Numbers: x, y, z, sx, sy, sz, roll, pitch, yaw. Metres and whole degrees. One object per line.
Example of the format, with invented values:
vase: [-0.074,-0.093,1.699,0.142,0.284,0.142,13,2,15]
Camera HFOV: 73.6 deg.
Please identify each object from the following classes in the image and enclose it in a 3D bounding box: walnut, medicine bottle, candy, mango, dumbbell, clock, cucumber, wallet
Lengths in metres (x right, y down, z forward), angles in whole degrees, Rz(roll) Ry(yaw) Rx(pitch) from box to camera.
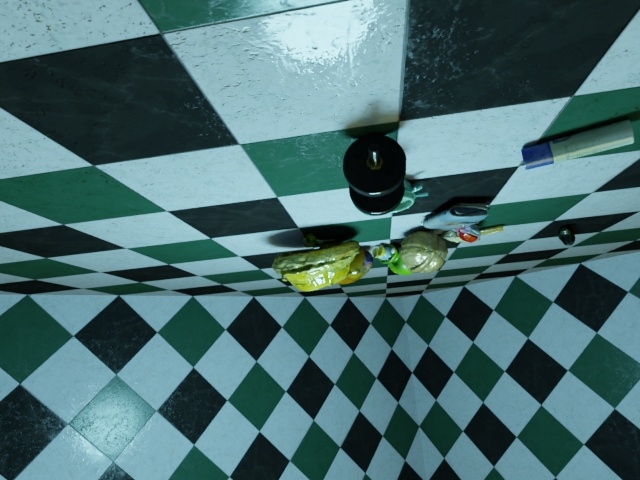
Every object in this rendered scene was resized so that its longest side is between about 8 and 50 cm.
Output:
walnut: [0.433,0.048,1.812,0.198,0.198,0.245,-3,175,-7]
medicine bottle: [0.618,-0.229,1.041,0.230,0.059,0.059,-13,164,28]
candy: [0.000,0.000,1.774,0.062,0.058,0.193,35,-157,36]
mango: [0.136,0.128,2.077,0.201,0.153,0.287,21,155,-28]
dumbbell: [0.132,-0.150,1.018,0.143,0.143,0.325,-7,166,8]
clock: [0.210,-0.132,1.273,0.210,0.066,0.159,-11,165,22]
cucumber: [1.156,-0.026,2.018,0.067,0.067,0.245,-15,161,33]
wallet: [0.486,-0.087,1.544,0.169,0.070,0.231,3,170,-12]

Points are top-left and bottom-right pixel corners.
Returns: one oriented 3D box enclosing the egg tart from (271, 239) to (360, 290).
egg tart: [-0.011,0.100,1.759,0.387,0.169,0.388,-14,-175,1]

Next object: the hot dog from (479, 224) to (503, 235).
hot dog: [0.727,-0.042,1.869,0.136,0.028,0.044,-15,137,26]

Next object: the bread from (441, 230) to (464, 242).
bread: [0.603,-0.020,1.885,0.126,0.044,0.129,-2,171,43]

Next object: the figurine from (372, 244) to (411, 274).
figurine: [0.372,0.085,2.052,0.263,0.143,0.162,16,151,-28]

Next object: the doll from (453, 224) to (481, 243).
doll: [0.600,-0.036,1.755,0.227,0.075,0.102,21,166,-40]
